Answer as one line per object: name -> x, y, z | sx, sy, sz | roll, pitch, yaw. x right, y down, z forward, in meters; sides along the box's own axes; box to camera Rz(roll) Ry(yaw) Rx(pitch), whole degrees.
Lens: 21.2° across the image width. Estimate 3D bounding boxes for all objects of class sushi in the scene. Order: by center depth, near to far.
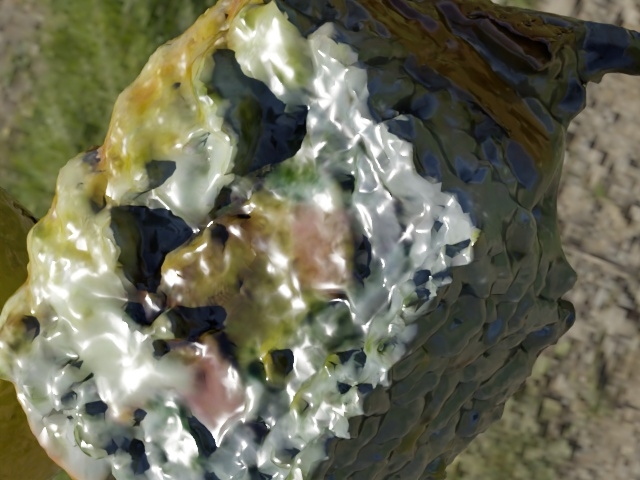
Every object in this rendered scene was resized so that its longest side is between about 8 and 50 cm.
sushi -> 0.000, 0.000, 0.680 | 0.184, 0.139, 0.274 | 46, 111, 20

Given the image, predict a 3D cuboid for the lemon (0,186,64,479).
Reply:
lemon -> -0.276, 0.066, 1.088 | 0.260, 0.284, 0.260 | -167, 90, -68
